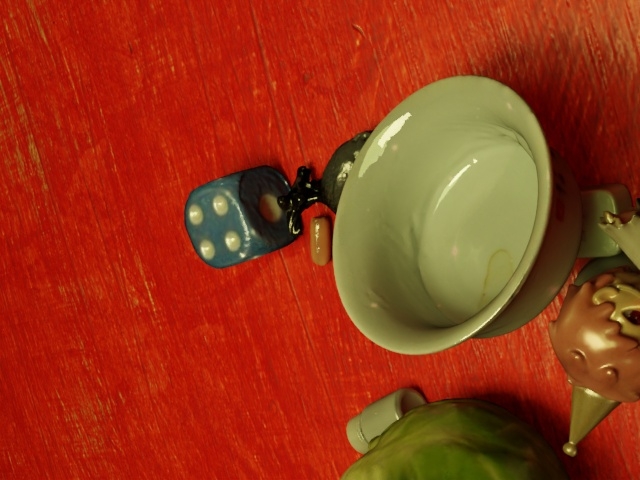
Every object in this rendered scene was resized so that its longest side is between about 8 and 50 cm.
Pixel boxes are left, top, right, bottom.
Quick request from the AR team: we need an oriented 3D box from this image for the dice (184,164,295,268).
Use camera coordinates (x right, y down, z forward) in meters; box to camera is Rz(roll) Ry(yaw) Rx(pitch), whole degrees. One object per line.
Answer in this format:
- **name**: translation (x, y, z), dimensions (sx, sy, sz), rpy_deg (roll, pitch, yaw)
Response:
- **dice**: translation (-0.132, -0.040, 1.511), dimensions (0.146, 0.143, 0.146), rpy_deg (-16, 93, 42)

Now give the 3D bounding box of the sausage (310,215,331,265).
- **sausage**: translation (0.000, 0.000, 1.486), dimensions (0.034, 0.034, 0.083), rpy_deg (11, 111, 37)

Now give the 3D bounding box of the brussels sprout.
- **brussels sprout**: translation (0.188, 0.375, 1.279), dimensions (0.355, 0.281, 0.289), rpy_deg (-17, 103, 40)

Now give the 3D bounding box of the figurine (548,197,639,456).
- **figurine**: translation (0.373, 0.081, 1.048), dimensions (0.387, 0.207, 0.166), rpy_deg (-59, 30, 4)

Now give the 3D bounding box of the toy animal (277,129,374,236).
- **toy animal**: translation (0.042, -0.085, 1.392), dimensions (0.210, 0.121, 0.117), rpy_deg (-29, 103, 35)

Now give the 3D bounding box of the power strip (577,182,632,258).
- **power strip**: translation (0.239, -0.015, 1.265), dimensions (0.385, 0.062, 0.091), rpy_deg (-5, 97, 40)

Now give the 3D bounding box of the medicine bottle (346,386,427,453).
- **medicine bottle**: translation (0.107, 0.293, 1.453), dimensions (0.130, 0.080, 0.080), rpy_deg (-35, 80, 41)

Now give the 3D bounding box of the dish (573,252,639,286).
- **dish**: translation (0.377, 0.093, 1.171), dimensions (0.141, 0.078, 0.141), rpy_deg (13, 111, 36)

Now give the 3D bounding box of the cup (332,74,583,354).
- **cup**: translation (0.187, -0.015, 1.131), dimensions (0.347, 0.163, 0.347), rpy_deg (-23, 58, 43)
